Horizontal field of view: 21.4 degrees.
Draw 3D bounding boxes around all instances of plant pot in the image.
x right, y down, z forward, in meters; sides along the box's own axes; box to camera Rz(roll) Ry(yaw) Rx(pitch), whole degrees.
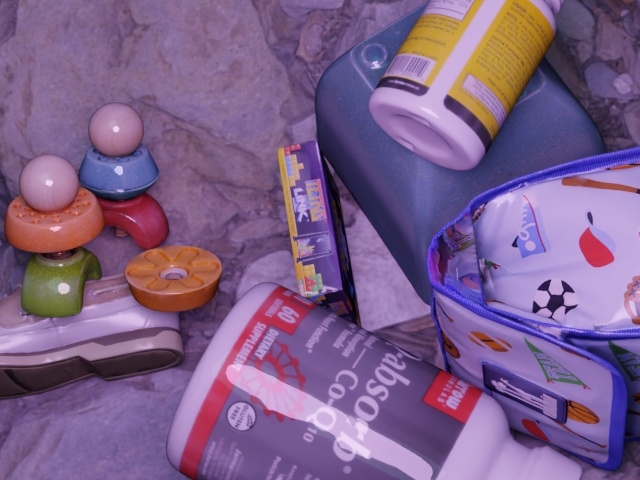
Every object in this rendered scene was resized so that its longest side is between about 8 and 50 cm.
[{"bbox_3d":[0.140,-0.125,1.746,0.248,0.252,0.247,-32,69,-3],"label":"plant pot"}]

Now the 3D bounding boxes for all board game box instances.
[{"bbox_3d":[0.000,0.000,1.782,0.048,0.141,0.170,-11,69,5],"label":"board game box"}]

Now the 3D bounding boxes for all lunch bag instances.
[{"bbox_3d":[0.302,0.067,1.612,0.386,0.328,0.238,-6,64,6],"label":"lunch bag"}]

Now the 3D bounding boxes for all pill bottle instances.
[{"bbox_3d":[0.053,0.207,1.634,0.363,0.210,0.210,27,76,8],"label":"pill bottle"},{"bbox_3d":[0.144,-0.180,1.566,0.119,0.119,0.208,28,77,18],"label":"pill bottle"}]

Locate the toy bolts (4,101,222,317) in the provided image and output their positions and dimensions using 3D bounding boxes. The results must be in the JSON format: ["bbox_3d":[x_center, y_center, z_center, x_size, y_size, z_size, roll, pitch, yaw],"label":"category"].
[{"bbox_3d":[-0.205,-0.042,1.771,0.218,0.158,0.228,3,29,6],"label":"toy bolts"}]

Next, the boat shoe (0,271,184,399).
[{"bbox_3d":[-0.301,0.100,1.817,0.302,0.113,0.103,-7,67,-5],"label":"boat shoe"}]
